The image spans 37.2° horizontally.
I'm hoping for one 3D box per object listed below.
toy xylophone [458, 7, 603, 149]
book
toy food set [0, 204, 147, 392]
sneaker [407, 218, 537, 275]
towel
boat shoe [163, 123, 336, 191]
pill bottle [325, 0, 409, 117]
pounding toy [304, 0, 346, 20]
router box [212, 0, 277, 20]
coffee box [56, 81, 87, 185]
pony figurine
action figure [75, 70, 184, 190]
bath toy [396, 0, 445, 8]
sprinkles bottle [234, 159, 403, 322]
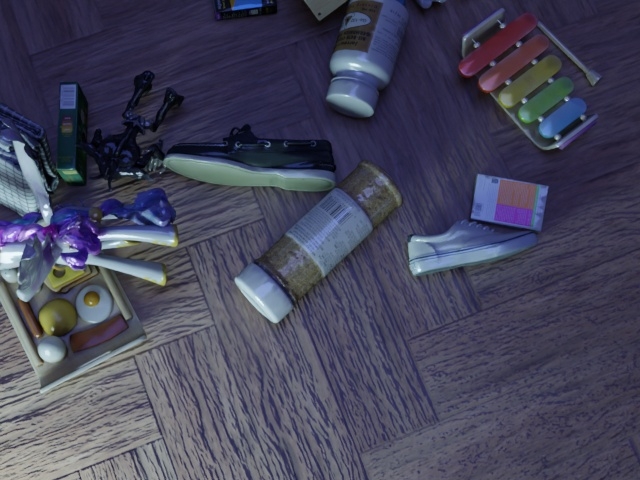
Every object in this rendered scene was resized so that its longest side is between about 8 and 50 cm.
[{"bbox_3d":[0.444,-0.344,1.968,0.323,0.081,0.236,43,78,7],"label":"toy xylophone"},{"bbox_3d":[0.380,-0.075,1.926,0.144,0.035,0.096,11,79,1],"label":"book"},{"bbox_3d":[-0.496,0.108,1.813,0.220,0.092,0.306,-28,79,-8],"label":"toy food set"},{"bbox_3d":[0.297,0.000,1.871,0.258,0.094,0.091,-11,81,-4],"label":"sneaker"},{"bbox_3d":[-0.632,-0.188,1.809,0.284,0.235,0.121,29,65,3],"label":"towel"},{"bbox_3d":[-0.134,-0.174,1.880,0.340,0.127,0.113,5,75,-3],"label":"boat shoe"},{"bbox_3d":[0.090,-0.374,1.935,0.131,0.131,0.229,17,76,2],"label":"pill bottle"},{"bbox_3d":[0.037,-0.577,1.969,0.206,0.094,0.181,-35,40,9],"label":"pounding toy"},{"bbox_3d":[-0.169,-0.561,2.013,0.133,0.046,0.179,-9,77,-4],"label":"router box"},{"bbox_3d":[-0.490,-0.210,1.881,0.040,0.113,0.184,-1,78,-4],"label":"coffee box"},{"bbox_3d":[-0.439,-0.015,1.654,0.363,0.351,0.302,-1,66,-17],"label":"pony figurine"},{"bbox_3d":[-0.371,-0.193,1.871,0.164,0.141,0.275,24,61,1],"label":"action figure"},{"bbox_3d":[0.280,-0.599,2.006,0.348,0.151,0.129,-18,43,-7],"label":"bath toy"},{"bbox_3d":[0.000,0.000,1.845,0.355,0.121,0.121,-43,82,-11],"label":"sprinkles bottle"}]
